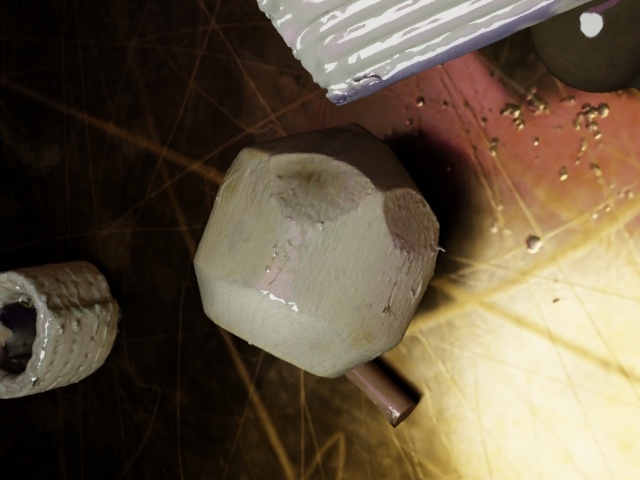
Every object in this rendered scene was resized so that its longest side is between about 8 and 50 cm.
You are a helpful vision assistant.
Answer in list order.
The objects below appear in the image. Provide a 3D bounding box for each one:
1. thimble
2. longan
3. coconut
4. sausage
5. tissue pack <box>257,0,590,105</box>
[{"bbox_3d":[-0.237,0.075,0.833,0.115,0.090,0.102,-38,74,28],"label":"thimble"},{"bbox_3d":[0.180,-0.137,0.586,0.119,0.106,0.106,47,114,5],"label":"longan"},{"bbox_3d":[0.002,0.001,0.663,0.161,0.161,0.162,28,88,23],"label":"coconut"},{"bbox_3d":[0.024,0.089,0.731,0.116,0.026,0.026,46,114,17],"label":"sausage"},{"bbox_3d":[0.140,-0.229,0.512,0.344,0.242,0.125,-19,124,28],"label":"tissue pack"}]
